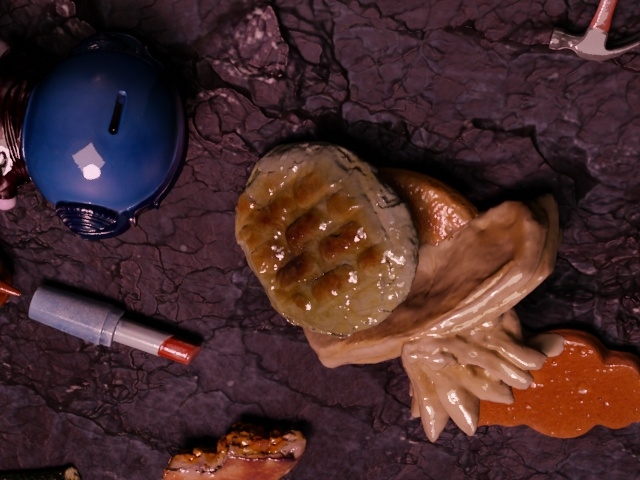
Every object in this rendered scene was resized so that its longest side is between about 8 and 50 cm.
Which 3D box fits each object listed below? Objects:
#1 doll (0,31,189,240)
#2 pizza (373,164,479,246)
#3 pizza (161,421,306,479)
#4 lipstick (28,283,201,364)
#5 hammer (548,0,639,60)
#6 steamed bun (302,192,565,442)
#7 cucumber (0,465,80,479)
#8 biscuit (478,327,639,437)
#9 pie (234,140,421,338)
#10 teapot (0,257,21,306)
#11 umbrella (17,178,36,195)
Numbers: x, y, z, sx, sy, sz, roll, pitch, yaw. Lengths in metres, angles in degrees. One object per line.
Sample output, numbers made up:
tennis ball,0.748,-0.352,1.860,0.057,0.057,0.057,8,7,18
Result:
doll,-0.333,-0.147,1.729,0.310,0.284,0.240,10,167,1
pizza,0.103,-0.048,1.797,0.246,0.058,0.127,-9,104,31
pizza,-0.154,0.370,2.129,0.305,0.086,0.161,-22,138,27
lipstick,-0.323,0.139,2.020,0.274,0.068,0.061,19,128,2
hammer,0.373,-0.350,1.558,0.111,0.033,0.288,15,125,3
steamed bun,0.188,0.127,1.806,0.428,0.247,0.189,-31,125,27
cucumber,-0.517,0.437,2.274,0.187,0.058,0.058,-7,122,18
biscuit,0.345,0.213,1.936,0.333,0.047,0.202,4,126,12
pie,0.000,0.000,1.789,0.306,0.071,0.306,10,107,36
teapot,-0.537,0.068,2.007,0.173,0.116,0.116,2,128,44
umbrella,-0.560,-0.125,1.868,0.326,0.090,0.094,9,165,-3
